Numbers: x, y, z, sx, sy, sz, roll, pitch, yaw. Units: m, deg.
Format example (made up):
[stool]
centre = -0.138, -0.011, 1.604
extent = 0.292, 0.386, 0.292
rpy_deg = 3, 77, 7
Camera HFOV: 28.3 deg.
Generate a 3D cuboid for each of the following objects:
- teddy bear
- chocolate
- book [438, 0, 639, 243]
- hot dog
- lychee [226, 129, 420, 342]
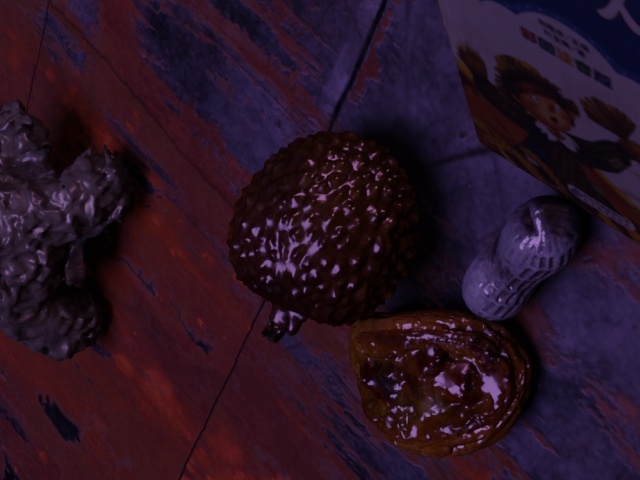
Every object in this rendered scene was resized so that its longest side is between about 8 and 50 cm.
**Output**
[teddy bear]
centre = -0.435, -0.055, 1.785
extent = 0.367, 0.225, 0.357
rpy_deg = 55, 141, 37
[chocolate]
centre = 0.191, 0.017, 1.210
extent = 0.072, 0.072, 0.167
rpy_deg = 52, 137, 18
[book]
centre = 0.207, -0.131, 0.973
extent = 0.300, 0.039, 0.428
rpy_deg = 37, 167, 31
[hot dog]
centre = 0.115, 0.141, 1.325
extent = 0.227, 0.099, 0.160
rpy_deg = -13, 100, 46
[lychee]
centre = 0.000, 0.000, 1.317
extent = 0.200, 0.200, 0.238
rpy_deg = 31, 105, 35
